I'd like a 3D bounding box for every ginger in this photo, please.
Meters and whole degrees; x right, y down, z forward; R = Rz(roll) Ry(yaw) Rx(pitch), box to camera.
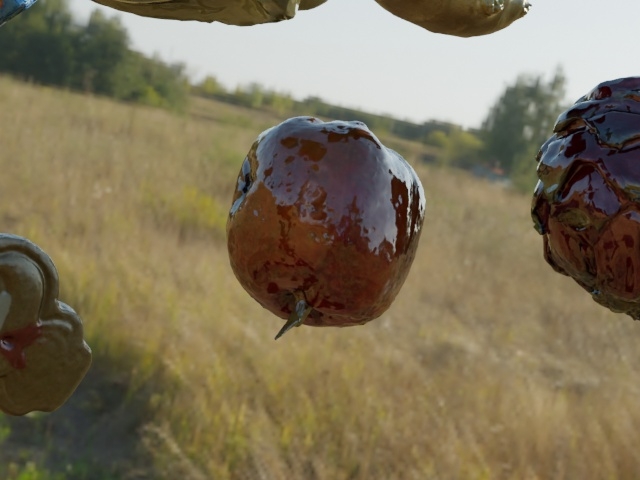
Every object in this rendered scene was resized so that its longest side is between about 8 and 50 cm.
[{"bbox_3d":[0.106,-0.381,1.682,0.375,0.166,0.236,34,16,-36],"label":"ginger"}]

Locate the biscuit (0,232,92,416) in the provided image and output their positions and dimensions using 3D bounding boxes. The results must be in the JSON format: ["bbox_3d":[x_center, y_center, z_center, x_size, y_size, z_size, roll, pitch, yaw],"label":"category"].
[{"bbox_3d":[-0.344,0.062,1.260,0.183,0.319,0.047,-38,35,-26],"label":"biscuit"}]

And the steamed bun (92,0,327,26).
[{"bbox_3d":[-0.104,-0.306,0.871,0.310,0.324,0.219,15,-10,-33],"label":"steamed bun"}]

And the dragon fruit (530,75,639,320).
[{"bbox_3d":[0.430,-0.061,1.699,0.329,0.329,0.329,13,4,-1],"label":"dragon fruit"}]

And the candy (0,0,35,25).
[{"bbox_3d":[-0.460,-0.370,1.464,0.157,0.306,0.100,-26,21,33],"label":"candy"}]

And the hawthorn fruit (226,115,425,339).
[{"bbox_3d":[0.006,-0.021,1.571,0.258,0.261,0.258,-12,-6,-1],"label":"hawthorn fruit"}]
